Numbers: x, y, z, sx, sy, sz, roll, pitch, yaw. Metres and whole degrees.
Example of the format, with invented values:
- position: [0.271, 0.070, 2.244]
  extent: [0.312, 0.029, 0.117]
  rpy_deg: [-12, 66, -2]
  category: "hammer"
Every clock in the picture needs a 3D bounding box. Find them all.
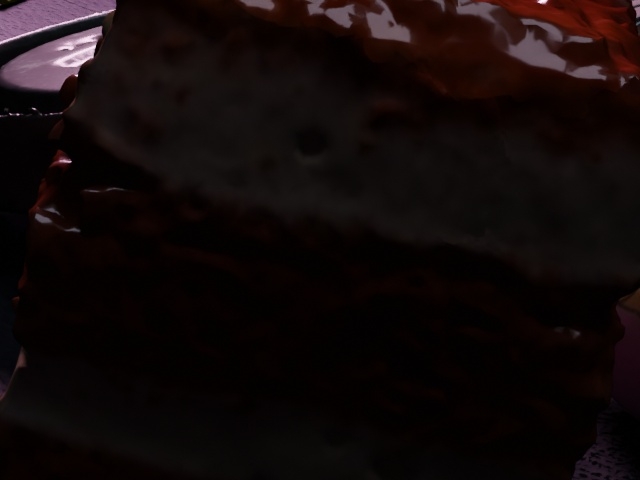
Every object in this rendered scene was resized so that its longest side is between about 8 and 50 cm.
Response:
- position: [-0.094, -0.109, 1.233]
  extent: [0.386, 0.076, 0.386]
  rpy_deg: [-8, 17, 2]
  category: "clock"

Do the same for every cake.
- position: [0.000, 0.000, 0.848]
  extent: [0.270, 0.320, 0.269]
  rpy_deg: [15, 21, -5]
  category: "cake"

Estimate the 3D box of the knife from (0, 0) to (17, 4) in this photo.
- position: [-0.293, -0.263, 1.771]
  extent: [0.026, 0.022, 0.184]
  rpy_deg: [-7, 15, 15]
  category: "knife"

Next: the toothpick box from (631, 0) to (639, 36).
- position: [0.340, -0.043, 1.426]
  extent: [0.229, 0.229, 0.316]
  rpy_deg: [2, 26, -35]
  category: "toothpick box"

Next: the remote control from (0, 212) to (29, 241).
- position: [-0.151, -0.002, 1.174]
  extent: [0.152, 0.027, 0.043]
  rpy_deg: [15, 13, -5]
  category: "remote control"

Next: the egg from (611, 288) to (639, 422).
- position: [0.268, 0.050, 1.125]
  extent: [0.196, 0.196, 0.271]
  rpy_deg: [-3, 8, -42]
  category: "egg"
